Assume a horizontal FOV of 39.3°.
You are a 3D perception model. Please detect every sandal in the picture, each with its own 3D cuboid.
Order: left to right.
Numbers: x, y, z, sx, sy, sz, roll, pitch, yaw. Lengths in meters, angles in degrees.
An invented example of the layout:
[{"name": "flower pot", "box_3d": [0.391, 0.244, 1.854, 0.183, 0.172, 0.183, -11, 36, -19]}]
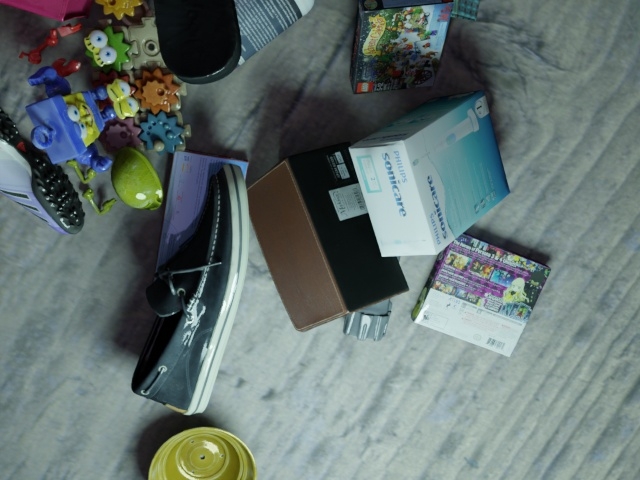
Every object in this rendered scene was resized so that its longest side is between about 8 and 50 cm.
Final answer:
[{"name": "sandal", "box_3d": [-0.226, -0.473, 1.437, 0.168, 0.107, 0.445, -19, 78, 8]}]

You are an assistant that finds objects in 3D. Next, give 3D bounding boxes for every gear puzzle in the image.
[{"name": "gear puzzle", "box_3d": [-0.335, -0.311, 1.605, 0.176, 0.044, 0.338, -1, 113, 6]}]

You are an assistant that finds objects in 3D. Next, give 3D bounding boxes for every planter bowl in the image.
[{"name": "planter bowl", "box_3d": [-0.242, 0.462, 1.837, 0.217, 0.090, 0.217, -2, 105, -9]}]

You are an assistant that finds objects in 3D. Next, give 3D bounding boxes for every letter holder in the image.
[{"name": "letter holder", "box_3d": [0.000, 0.000, 1.700, 0.152, 0.214, 0.301, -18, 83, -34]}]

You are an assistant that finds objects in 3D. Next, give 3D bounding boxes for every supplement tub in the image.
[{"name": "supplement tub", "box_3d": [-0.133, -0.434, 1.567, 0.272, 0.191, 0.191, -37, 107, 3]}]

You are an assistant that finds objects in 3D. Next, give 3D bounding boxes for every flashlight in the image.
[{"name": "flashlight", "box_3d": [0.108, 0.048, 1.779, 0.103, 0.103, 0.304, 18, 104, 16]}]

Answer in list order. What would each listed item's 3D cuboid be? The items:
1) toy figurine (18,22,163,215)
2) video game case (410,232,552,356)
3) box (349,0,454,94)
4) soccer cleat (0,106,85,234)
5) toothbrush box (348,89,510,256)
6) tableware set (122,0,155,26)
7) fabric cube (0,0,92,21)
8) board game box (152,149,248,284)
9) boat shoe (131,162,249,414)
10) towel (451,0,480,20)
[{"name": "toy figurine", "box_3d": [-0.438, -0.173, 1.548, 0.191, 0.217, 0.362, -13, 109, 21]}, {"name": "video game case", "box_3d": [0.332, 0.109, 1.855, 0.232, 0.042, 0.210, 20, 101, -13]}, {"name": "box", "box_3d": [0.141, -0.359, 1.624, 0.159, 0.233, 0.044, -8, 63, -7]}, {"name": "soccer cleat", "box_3d": [-0.565, -0.124, 1.641, 0.116, 0.108, 0.318, -33, 109, 21]}, {"name": "toothbrush box", "box_3d": [0.209, -0.126, 1.649, 0.295, 0.126, 0.216, -36, 114, -45]}, {"name": "tableware set", "box_3d": [-0.332, -0.466, 1.619, 0.141, 0.020, 0.168, -40, 106, 3]}, {"name": "fabric cube", "box_3d": [-0.494, -0.515, 1.455, 0.258, 0.254, 0.259, 15, 102, -10]}, {"name": "board game box", "box_3d": [-0.235, -0.030, 1.743, 0.145, 0.027, 0.281, 10, 103, -9]}, {"name": "boat shoe", "box_3d": [-0.241, 0.094, 1.668, 0.156, 0.187, 0.500, 12, 108, -17]}, {"name": "towel", "box_3d": [0.178, -0.547, 1.578, 0.370, 0.040, 0.271, 2, 107, -39]}]
